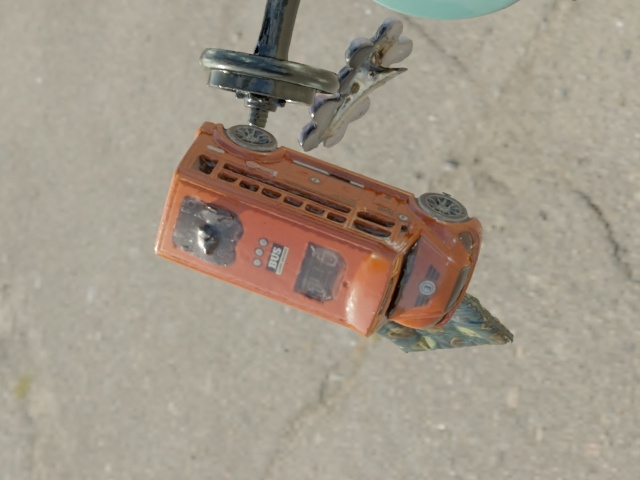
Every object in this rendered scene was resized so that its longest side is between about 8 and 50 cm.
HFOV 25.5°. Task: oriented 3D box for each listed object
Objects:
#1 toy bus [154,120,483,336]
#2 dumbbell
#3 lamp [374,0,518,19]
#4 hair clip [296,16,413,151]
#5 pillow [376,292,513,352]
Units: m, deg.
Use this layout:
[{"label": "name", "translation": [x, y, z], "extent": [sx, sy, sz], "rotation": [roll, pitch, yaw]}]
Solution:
[{"label": "toy bus", "translation": [0.000, 0.000, 1.494], "extent": [0.153, 0.329, 0.143], "rotation": [-64, -6, -61]}, {"label": "dumbbell", "translation": [-0.052, -0.290, 1.855], "extent": [0.192, 0.192, 0.290], "rotation": [14, 93, 58]}, {"label": "lamp", "translation": [0.137, -0.288, 1.259], "extent": [0.284, 0.209, 0.147], "rotation": [11, 70, 32]}, {"label": "hair clip", "translation": [0.054, -0.224, 2.100], "extent": [0.075, 0.146, 0.257], "rotation": [52, 130, 11]}, {"label": "pillow", "translation": [0.126, 0.090, 1.907], "extent": [0.189, 0.255, 0.034], "rotation": [-11, 56, 35]}]
